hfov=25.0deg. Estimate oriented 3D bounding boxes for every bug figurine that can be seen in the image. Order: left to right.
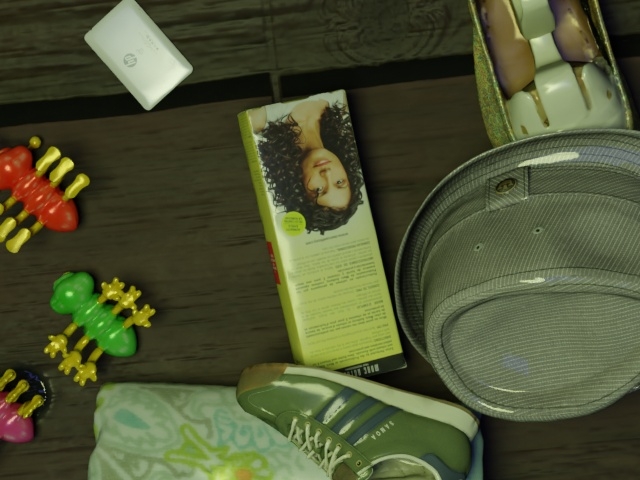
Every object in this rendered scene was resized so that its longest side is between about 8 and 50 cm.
[{"bbox_3d":[-0.275,0.057,1.205,0.279,0.072,0.216,-41,96,2],"label":"bug figurine"}]

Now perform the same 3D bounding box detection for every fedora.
[{"bbox_3d":[0.186,0.048,1.098,0.275,0.124,0.243,-9,116,15],"label":"fedora"}]

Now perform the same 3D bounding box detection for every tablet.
[{"bbox_3d":[-0.152,-0.157,1.208,0.054,0.006,0.083,-41,90,7],"label":"tablet"}]

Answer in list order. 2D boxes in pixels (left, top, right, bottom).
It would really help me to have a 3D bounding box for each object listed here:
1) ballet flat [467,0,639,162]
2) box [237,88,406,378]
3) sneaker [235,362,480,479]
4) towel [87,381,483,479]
[{"bbox_3d":[0.173,-0.157,1.124,0.123,0.123,0.348,-16,93,6],"label":"ballet flat"},{"bbox_3d":[0.000,0.000,1.171,0.087,0.058,0.232,-15,94,-12],"label":"box"},{"bbox_3d":[0.022,0.155,1.103,0.192,0.064,0.086,12,54,4],"label":"sneaker"},{"bbox_3d":[-0.035,0.298,1.127,0.321,0.090,0.374,4,69,-1],"label":"towel"}]
